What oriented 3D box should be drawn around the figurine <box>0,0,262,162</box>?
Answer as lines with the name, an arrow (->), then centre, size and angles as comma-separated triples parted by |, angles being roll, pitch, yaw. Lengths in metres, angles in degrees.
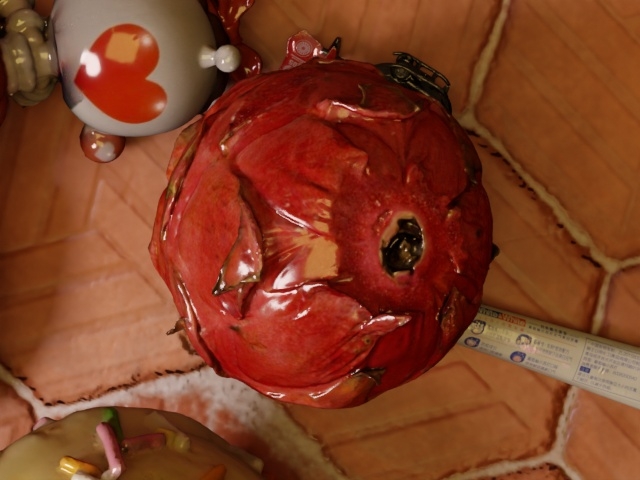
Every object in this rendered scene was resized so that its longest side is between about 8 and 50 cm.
figurine -> -0.153, -0.136, 1.275 | 0.226, 0.160, 0.183 | -10, 98, -2

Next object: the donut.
donut -> -0.119, 0.291, 1.256 | 0.150, 0.307, 0.371 | 11, 111, 41

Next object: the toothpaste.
toothpaste -> 0.175, 0.083, 1.326 | 0.218, 0.033, 0.052 | 18, 104, 0

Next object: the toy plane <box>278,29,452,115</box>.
toy plane -> 0.041, -0.108, 1.306 | 0.145, 0.037, 0.060 | 30, 111, -4

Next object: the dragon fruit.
dragon fruit -> 0.000, -0.005, 1.223 | 0.252, 0.241, 0.241 | -14, 99, 43
